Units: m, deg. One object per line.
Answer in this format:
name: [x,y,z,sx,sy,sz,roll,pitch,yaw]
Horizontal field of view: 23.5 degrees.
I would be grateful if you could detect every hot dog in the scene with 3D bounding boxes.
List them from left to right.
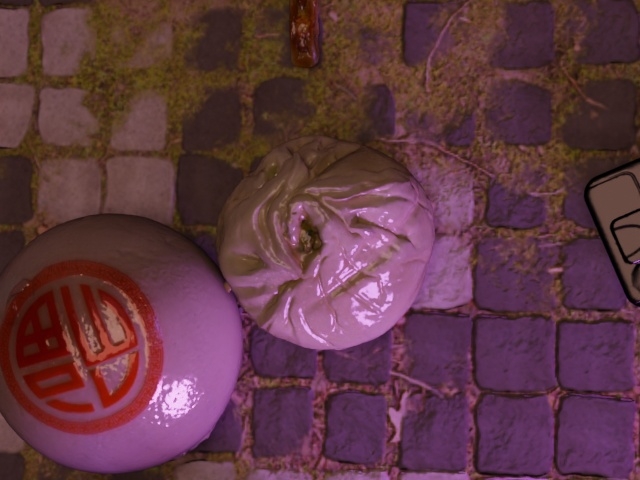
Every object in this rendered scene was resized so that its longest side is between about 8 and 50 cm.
hot dog: [-0.019,-0.229,1.636,0.030,0.034,0.090,-1,90,14]

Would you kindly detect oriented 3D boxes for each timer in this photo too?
timer: [0.371,-0.028,1.532,0.187,0.055,0.144,-24,84,11]

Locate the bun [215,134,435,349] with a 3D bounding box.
bun: [0.000,0.000,1.576,0.229,0.145,0.229,-1,86,12]

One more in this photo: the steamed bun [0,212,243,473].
steamed bun: [-0.228,0.109,1.608,0.283,0.177,0.283,0,90,13]
